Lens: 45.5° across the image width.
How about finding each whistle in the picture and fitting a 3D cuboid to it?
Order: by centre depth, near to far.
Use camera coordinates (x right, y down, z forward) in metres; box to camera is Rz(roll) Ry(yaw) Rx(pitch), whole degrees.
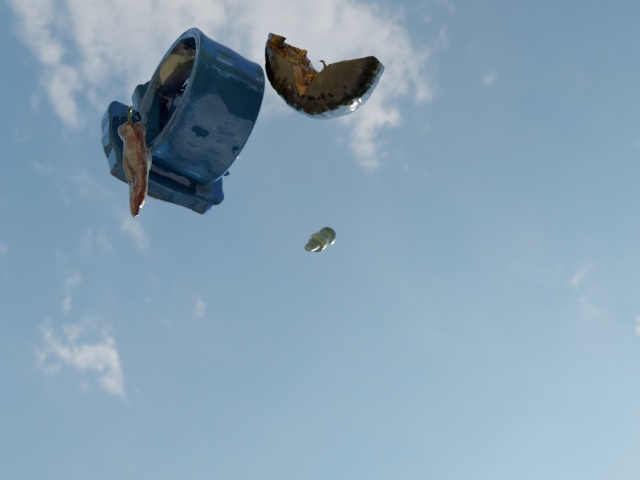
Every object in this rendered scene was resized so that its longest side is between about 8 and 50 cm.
[{"bbox_3d":[0.000,0.000,1.331,0.035,0.100,0.035,8,-70,24],"label":"whistle"}]

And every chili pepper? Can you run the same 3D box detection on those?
[{"bbox_3d":[-0.255,-0.109,1.062,0.041,0.050,0.153,-8,-90,5],"label":"chili pepper"}]

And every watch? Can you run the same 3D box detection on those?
[{"bbox_3d":[-0.217,-0.232,1.313,0.241,0.305,0.274,22,-49,-31],"label":"watch"}]

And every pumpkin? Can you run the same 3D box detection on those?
[{"bbox_3d":[-0.006,-0.236,1.135,0.183,0.119,0.107,20,-83,21],"label":"pumpkin"}]
